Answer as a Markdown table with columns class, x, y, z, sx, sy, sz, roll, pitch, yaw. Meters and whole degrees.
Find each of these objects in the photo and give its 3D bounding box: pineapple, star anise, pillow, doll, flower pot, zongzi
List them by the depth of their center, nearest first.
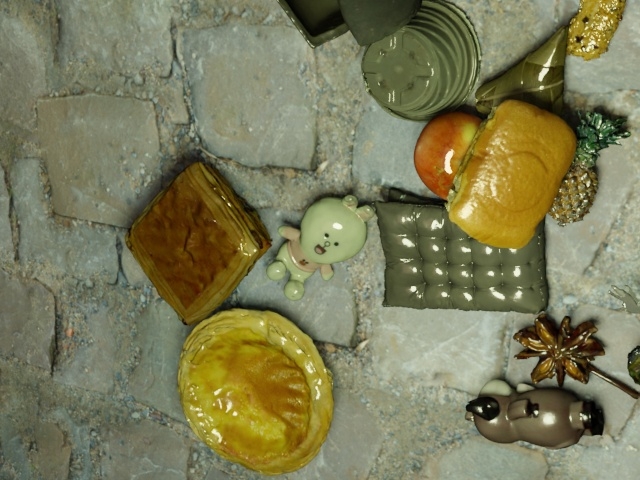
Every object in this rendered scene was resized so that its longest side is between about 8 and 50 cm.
| class | x | y | z | sx | sy | sz | roll | pitch | yaw |
| --- | --- | --- | --- | --- | --- | --- | --- | --- | --- |
| flower pot | 0.047 | -0.492 | 1.601 | 0.379 | 0.379 | 0.251 | -8 | 122 | 29 |
| zongzi | 0.346 | -0.293 | 1.610 | 0.160 | 0.078 | 0.176 | 9 | 126 | 23 |
| pineapple | 0.460 | -0.119 | 1.618 | 0.103 | 0.083 | 0.221 | 20 | 115 | 8 |
| flower pot | 0.162 | -0.319 | 1.676 | 0.235 | 0.140 | 0.236 | 10 | 111 | 27 |
| star anise | 0.464 | 0.228 | 1.737 | 0.177 | 0.073 | 0.234 | -25 | 104 | 35 |
| pillow | 0.265 | 0.022 | 1.760 | 0.326 | 0.101 | 0.228 | 3 | 110 | 28 |
| doll | 0.398 | 0.333 | 1.761 | 0.257 | 0.182 | 0.117 | 1 | 65 | 33 |
| doll | 0.000 | -0.003 | 1.885 | 0.155 | 0.113 | 0.275 | 40 | 116 | -9 |

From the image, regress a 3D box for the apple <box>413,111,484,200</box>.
| class | x | y | z | sx | sy | sz | roll | pitch | yaw |
| --- | --- | --- | --- | --- | --- | --- | --- | --- | --- |
| apple | 0.247 | -0.153 | 1.680 | 0.163 | 0.139 | 0.164 | -5 | 108 | -16 |

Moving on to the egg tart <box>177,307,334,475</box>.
| class | x | y | z | sx | sy | sz | roll | pitch | yaw |
| --- | --- | --- | --- | --- | --- | --- | --- | --- | --- |
| egg tart | -0.132 | 0.317 | 2.023 | 0.387 | 0.169 | 0.388 | 7 | 107 | 22 |

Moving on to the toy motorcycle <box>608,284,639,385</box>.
| class | x | y | z | sx | sy | sz | roll | pitch | yaw |
| --- | --- | --- | --- | --- | --- | --- | --- | --- | --- |
| toy motorcycle | 0.646 | 0.213 | 1.601 | 0.401 | 0.134 | 0.207 | 45 | 120 | 6 |

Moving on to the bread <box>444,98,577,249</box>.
| class | x | y | z | sx | sy | sz | roll | pitch | yaw |
| --- | --- | --- | --- | --- | --- | --- | --- | --- | --- |
| bread | 0.319 | -0.113 | 1.574 | 0.174 | 0.121 | 0.246 | 22 | 102 | -23 |

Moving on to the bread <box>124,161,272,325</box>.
| class | x | y | z | sx | sy | sz | roll | pitch | yaw |
| --- | --- | --- | --- | --- | --- | --- | --- | --- | --- |
| bread | -0.245 | 0.002 | 1.973 | 0.277 | 0.167 | 0.324 | 54 | 131 | 12 |

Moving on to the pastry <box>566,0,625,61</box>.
| class | x | y | z | sx | sy | sz | roll | pitch | yaw |
| --- | --- | --- | --- | --- | --- | --- | --- | --- | --- |
| pastry | 0.462 | -0.368 | 1.551 | 0.080 | 0.056 | 0.140 | 26 | 119 | 31 |
